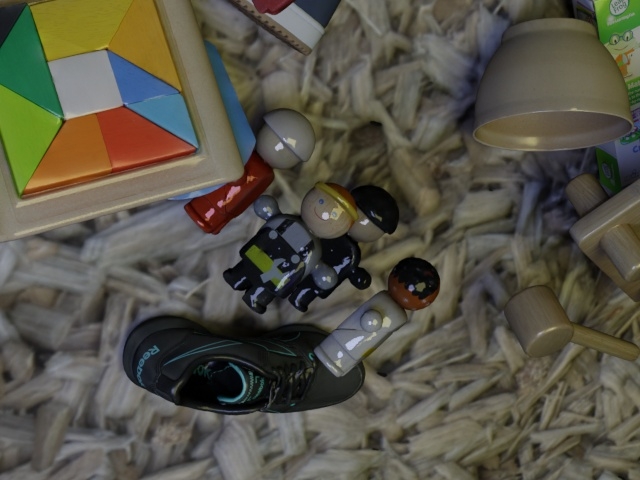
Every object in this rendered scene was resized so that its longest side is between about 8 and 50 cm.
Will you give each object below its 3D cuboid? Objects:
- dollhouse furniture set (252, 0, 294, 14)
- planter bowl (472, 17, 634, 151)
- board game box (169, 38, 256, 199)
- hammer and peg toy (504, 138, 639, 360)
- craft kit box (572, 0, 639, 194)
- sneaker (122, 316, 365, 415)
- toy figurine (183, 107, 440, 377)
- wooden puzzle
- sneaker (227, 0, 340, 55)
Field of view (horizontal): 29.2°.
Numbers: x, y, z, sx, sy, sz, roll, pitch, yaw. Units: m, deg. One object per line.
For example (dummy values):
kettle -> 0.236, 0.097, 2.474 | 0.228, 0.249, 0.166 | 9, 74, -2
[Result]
dollhouse furniture set -> 0.090, -0.320, 0.878 | 0.201, 0.374, 0.152 | -26, 90, -39
planter bowl -> 0.235, -0.162, 1.257 | 0.162, 0.162, 0.109 | 6, 79, -29
board game box -> -0.140, -0.111, 1.113 | 0.133, 0.033, 0.169 | -19, 78, -23
hammer and peg toy -> 0.366, -0.008, 1.327 | 0.361, 0.127, 0.266 | -36, 150, 15
craft kit box -> 0.410, -0.201, 1.349 | 0.250, 0.061, 0.247 | -22, 124, -9
sneaker -> -0.063, 0.142, 1.234 | 0.267, 0.106, 0.101 | 6, 104, -30
toy figurine -> 0.000, 0.000, 1.150 | 0.148, 0.209, 0.213 | -44, 124, 6
wooden puzzle -> -0.198, -0.131, 1.042 | 0.238, 0.044, 0.221 | -16, 84, -23
sneaker -> -0.060, -0.292, 1.063 | 0.153, 0.099, 0.282 | -54, 137, 3
